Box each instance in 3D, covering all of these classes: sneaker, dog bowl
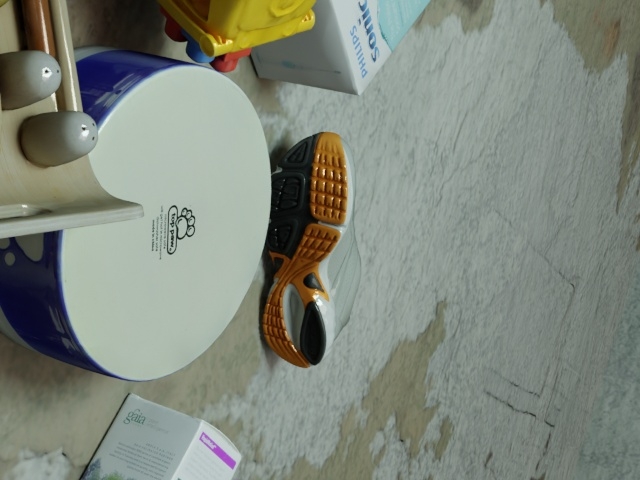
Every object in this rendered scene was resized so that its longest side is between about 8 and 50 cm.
[{"bbox_3d":[0.000,0.000,1.209,0.121,0.099,0.262,-37,140,-57],"label":"sneaker"},{"bbox_3d":[-0.156,-0.022,0.915,0.265,0.104,0.265,-31,128,-50],"label":"dog bowl"}]

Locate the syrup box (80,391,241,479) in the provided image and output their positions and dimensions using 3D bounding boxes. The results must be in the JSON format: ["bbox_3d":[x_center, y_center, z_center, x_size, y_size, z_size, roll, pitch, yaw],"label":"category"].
[{"bbox_3d":[-0.176,0.270,1.014,0.237,0.093,0.096,-62,147,-22],"label":"syrup box"}]

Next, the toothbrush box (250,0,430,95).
[{"bbox_3d":[0.033,-0.320,1.081,0.295,0.126,0.216,-57,145,-30],"label":"toothbrush box"}]

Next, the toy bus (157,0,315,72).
[{"bbox_3d":[-0.090,-0.245,0.884,0.149,0.220,0.211,-26,155,-38],"label":"toy bus"}]

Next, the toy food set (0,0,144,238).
[{"bbox_3d":[-0.205,-0.153,0.660,0.220,0.092,0.306,-13,95,-56],"label":"toy food set"}]
